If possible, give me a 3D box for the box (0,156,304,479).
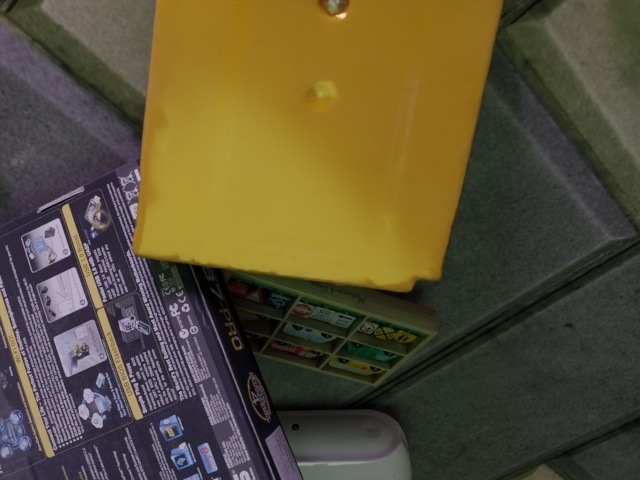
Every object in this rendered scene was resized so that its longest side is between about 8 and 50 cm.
[{"bbox_3d":[-0.226,0.158,0.581,0.318,0.097,0.395,-25,82,6],"label":"box"}]

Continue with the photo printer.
[{"bbox_3d":[-0.012,0.376,0.896,0.308,0.107,0.256,-1,126,0],"label":"photo printer"}]

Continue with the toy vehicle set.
[{"bbox_3d":[-0.011,0.106,0.720,0.267,0.035,0.166,18,138,-13],"label":"toy vehicle set"}]

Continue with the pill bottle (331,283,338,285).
[{"bbox_3d":[0.000,0.000,0.636,0.160,0.087,0.087,19,123,-14],"label":"pill bottle"}]

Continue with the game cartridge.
[{"bbox_3d":[-0.003,-0.124,0.497,0.285,0.052,0.323,9,104,-7],"label":"game cartridge"}]
